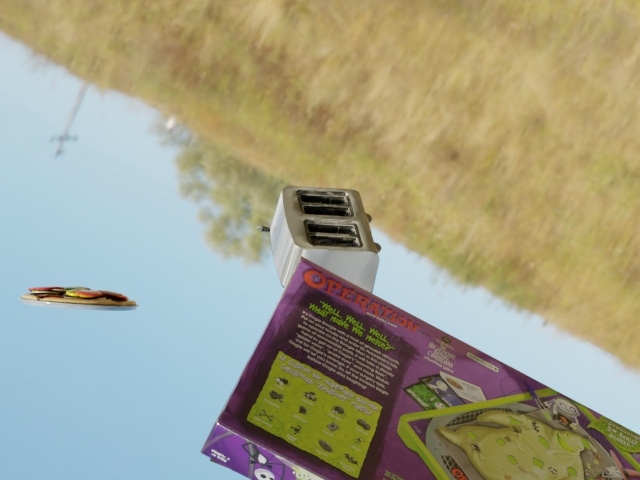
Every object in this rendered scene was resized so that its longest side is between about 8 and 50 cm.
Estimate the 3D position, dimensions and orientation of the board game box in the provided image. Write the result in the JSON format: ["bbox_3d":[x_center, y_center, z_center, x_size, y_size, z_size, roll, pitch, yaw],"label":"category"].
[{"bbox_3d":[0.101,0.163,0.862,0.347,0.056,0.208,28,-137,0],"label":"board game box"}]

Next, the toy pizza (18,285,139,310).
[{"bbox_3d":[-0.408,0.096,1.869,0.201,0.032,0.201,4,179,0],"label":"toy pizza"}]

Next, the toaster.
[{"bbox_3d":[0.000,0.000,1.859,0.186,0.110,0.168,3,-139,-15],"label":"toaster"}]
